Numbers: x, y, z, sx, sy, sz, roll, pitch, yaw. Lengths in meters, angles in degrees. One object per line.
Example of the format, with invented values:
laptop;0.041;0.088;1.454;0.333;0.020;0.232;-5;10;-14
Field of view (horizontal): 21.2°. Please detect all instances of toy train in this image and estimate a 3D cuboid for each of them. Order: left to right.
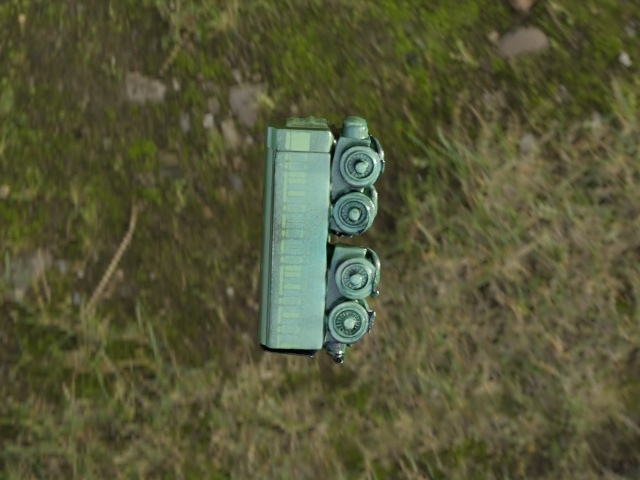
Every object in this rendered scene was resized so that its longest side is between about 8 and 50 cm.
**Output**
toy train;0.000;0.000;0.991;0.071;0.038;0.148;3;105;3
